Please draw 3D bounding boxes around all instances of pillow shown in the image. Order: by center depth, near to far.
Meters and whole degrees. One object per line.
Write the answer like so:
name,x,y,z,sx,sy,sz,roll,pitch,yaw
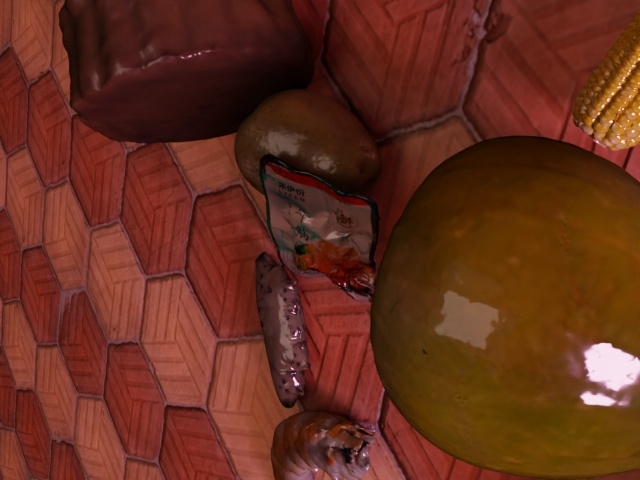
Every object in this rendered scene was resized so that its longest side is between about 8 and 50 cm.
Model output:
pillow,-0.052,0.132,1.057,0.093,0.051,0.241,-14,84,47

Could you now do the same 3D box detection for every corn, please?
corn,0.310,-0.184,0.587,0.081,0.081,0.248,52,130,27

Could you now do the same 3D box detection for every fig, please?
fig,0.205,0.067,0.615,0.316,0.316,0.316,11,104,46

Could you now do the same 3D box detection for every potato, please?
potato,-0.012,-0.112,0.897,0.194,0.157,0.157,24,114,46

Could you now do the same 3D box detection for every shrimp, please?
shrimp,-0.013,0.358,1.042,0.185,0.068,0.287,33,121,41

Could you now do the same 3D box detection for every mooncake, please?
mooncake,-0.178,-0.258,0.935,0.324,0.324,0.187,-23,77,47

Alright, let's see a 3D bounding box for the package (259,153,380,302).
package,0.000,0.000,0.888,0.166,0.040,0.232,24,150,20
